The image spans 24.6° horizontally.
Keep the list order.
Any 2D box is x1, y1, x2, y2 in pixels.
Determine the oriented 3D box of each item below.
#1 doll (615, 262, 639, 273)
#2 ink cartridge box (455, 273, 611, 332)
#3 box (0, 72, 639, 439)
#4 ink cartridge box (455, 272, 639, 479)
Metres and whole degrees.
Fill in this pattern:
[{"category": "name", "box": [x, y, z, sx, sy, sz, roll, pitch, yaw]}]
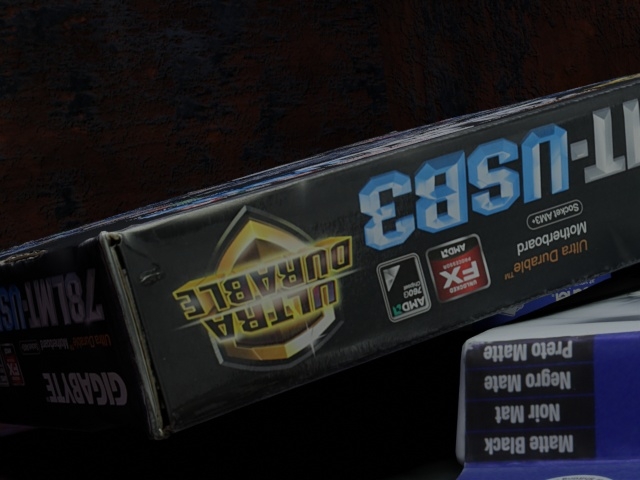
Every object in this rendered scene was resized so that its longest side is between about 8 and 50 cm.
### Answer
[{"category": "doll", "box": [0.187, 0.000, 0.915, 0.129, 0.046, 0.189, -12, 4, -26]}, {"category": "ink cartridge box", "box": [0.067, 0.022, 0.864, 0.097, 0.046, 0.207, -9, 3, -28]}, {"category": "box", "box": [0.000, 0.000, 0.606, 0.295, 0.073, 0.293, -19, 6, -29]}, {"category": "ink cartridge box", "box": [0.163, 0.035, 0.445, 0.223, 0.045, 0.224, -7, 5, 27]}]
